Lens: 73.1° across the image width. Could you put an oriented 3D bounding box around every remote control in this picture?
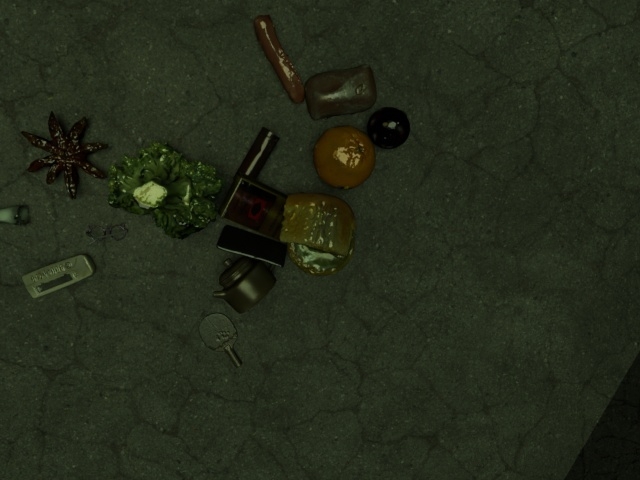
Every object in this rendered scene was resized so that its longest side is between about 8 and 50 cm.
[{"bbox_3d":[-0.908,0.119,1.506,0.230,0.049,0.090,-21,103,-3],"label":"remote control"}]

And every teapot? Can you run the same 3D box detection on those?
[{"bbox_3d":[-0.268,0.127,1.523,0.175,0.185,0.268,51,54,-12],"label":"teapot"}]

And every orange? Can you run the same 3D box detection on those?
[{"bbox_3d":[0.083,-0.285,1.480,0.219,0.193,0.220,0,84,-4],"label":"orange"}]

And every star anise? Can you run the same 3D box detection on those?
[{"bbox_3d":[-0.841,-0.278,1.419,0.287,0.088,0.289,-1,103,-5],"label":"star anise"}]

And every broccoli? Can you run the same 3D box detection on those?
[{"bbox_3d":[-0.489,-0.163,1.396,0.338,0.317,0.277,28,92,-37],"label":"broccoli"}]

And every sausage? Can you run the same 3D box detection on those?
[{"bbox_3d":[-0.136,-0.603,1.444,0.078,0.078,0.305,-29,103,-1],"label":"sausage"}]

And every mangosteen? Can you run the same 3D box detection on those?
[{"bbox_3d":[0.239,-0.398,1.504,0.152,0.152,0.153,-1,101,-7],"label":"mangosteen"}]

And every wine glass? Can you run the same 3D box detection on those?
[{"bbox_3d":[-1.068,-0.080,1.440,0.155,0.072,0.072,-3,101,-6],"label":"wine glass"}]

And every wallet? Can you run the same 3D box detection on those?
[{"bbox_3d":[-0.238,0.020,1.533,0.244,0.124,0.025,19,127,-10],"label":"wallet"}]

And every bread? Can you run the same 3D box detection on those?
[{"bbox_3d":[0.006,-0.063,1.427,0.261,0.162,0.205,12,80,-18],"label":"bread"}]

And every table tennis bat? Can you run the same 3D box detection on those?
[{"bbox_3d":[-0.369,0.383,1.641,0.131,0.022,0.235,-28,101,-2],"label":"table tennis bat"}]

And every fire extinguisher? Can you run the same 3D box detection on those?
[{"bbox_3d":[-0.229,-0.256,1.501,0.089,0.072,0.268,31,96,-7],"label":"fire extinguisher"}]

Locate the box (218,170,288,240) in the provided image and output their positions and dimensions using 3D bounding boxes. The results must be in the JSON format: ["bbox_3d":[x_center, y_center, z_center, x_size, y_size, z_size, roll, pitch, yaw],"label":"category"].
[{"bbox_3d":[-0.211,-0.112,1.495,0.240,0.071,0.159,25,103,-32],"label":"box"}]

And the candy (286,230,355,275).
[{"bbox_3d":[0.000,0.000,1.564,0.259,0.118,0.260,-1,96,-5],"label":"candy"}]

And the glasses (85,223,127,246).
[{"bbox_3d":[-0.746,-0.017,1.471,0.139,0.104,0.063,-2,103,-3],"label":"glasses"}]

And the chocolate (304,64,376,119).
[{"bbox_3d":[0.073,-0.512,1.483,0.261,0.083,0.161,-15,101,-3],"label":"chocolate"}]
